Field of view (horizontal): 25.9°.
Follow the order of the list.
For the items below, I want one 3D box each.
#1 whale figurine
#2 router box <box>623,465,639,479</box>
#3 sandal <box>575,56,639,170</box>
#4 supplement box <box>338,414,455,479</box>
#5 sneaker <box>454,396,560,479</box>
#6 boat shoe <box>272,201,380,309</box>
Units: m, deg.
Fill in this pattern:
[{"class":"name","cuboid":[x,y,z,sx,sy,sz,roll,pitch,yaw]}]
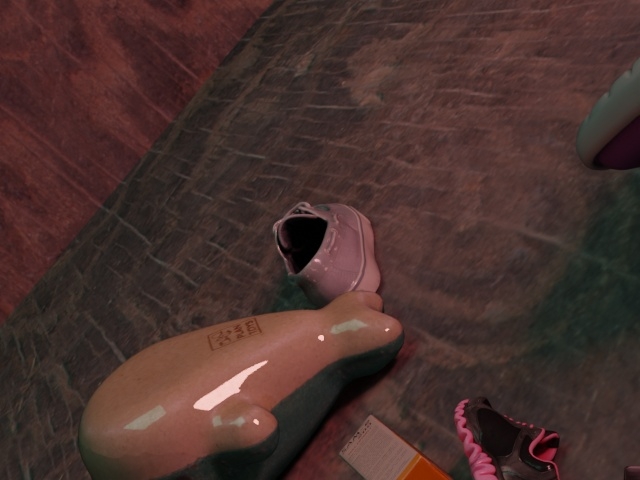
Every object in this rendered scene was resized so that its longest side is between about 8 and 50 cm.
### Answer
[{"class":"whale figurine","cuboid":[-0.054,0.139,1.116,0.272,0.141,0.216,-25,17,-5]},{"class":"router box","cuboid":[0.188,0.136,0.450,0.179,0.046,0.133,0,35,12]},{"class":"sandal","cuboid":[0.298,-0.112,0.751,0.169,0.102,0.416,-14,-15,-39]},{"class":"supplement box","cuboid":[0.058,0.151,0.874,0.036,0.062,0.098,-51,18,-4]},{"class":"sneaker","cuboid":[0.116,0.126,0.835,0.057,0.047,0.119,-27,22,6]},{"class":"boat shoe","cuboid":[-0.001,0.001,1.299,0.079,0.081,0.227,-46,18,9]}]
